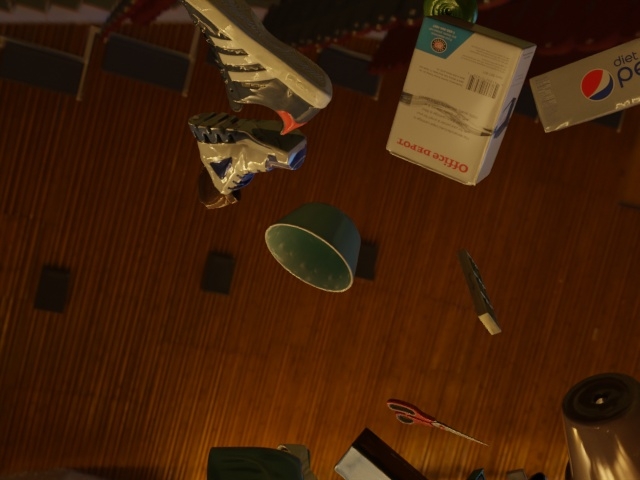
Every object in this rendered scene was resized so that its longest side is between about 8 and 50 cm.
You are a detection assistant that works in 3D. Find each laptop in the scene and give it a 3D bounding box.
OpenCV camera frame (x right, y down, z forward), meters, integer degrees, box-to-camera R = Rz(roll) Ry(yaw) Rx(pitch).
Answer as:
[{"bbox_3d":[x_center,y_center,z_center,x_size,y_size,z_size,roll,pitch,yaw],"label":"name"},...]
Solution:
[{"bbox_3d":[0.218,0.827,2.459,0.382,0.236,0.408,38,-175,12],"label":"laptop"}]

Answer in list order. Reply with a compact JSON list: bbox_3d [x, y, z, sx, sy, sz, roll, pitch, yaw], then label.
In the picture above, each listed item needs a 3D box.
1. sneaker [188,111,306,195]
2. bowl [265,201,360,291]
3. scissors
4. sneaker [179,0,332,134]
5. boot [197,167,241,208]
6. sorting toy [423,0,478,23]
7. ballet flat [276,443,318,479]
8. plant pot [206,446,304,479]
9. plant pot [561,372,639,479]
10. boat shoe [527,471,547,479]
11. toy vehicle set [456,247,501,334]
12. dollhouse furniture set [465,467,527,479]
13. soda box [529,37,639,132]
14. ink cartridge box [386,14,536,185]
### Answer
[{"bbox_3d":[-0.175,-0.198,1.848,0.316,0.182,0.127,17,-144,27],"label":"sneaker"},{"bbox_3d":[0.000,0.000,2.349,0.312,0.163,0.311,24,150,16],"label":"bowl"},{"bbox_3d":[0.320,0.505,2.102,0.297,0.021,0.109,10,138,35],"label":"scissors"},{"bbox_3d":[-0.150,-0.323,1.349,0.350,0.148,0.131,40,-150,-12],"label":"sneaker"},{"bbox_3d":[-0.312,-0.221,2.220,0.115,0.305,0.112,-22,141,16],"label":"boot"},{"bbox_3d":[0.271,-0.506,1.655,0.127,0.365,0.126,25,-133,14],"label":"sorting toy"},{"bbox_3d":[-0.087,0.787,2.484,0.139,0.139,0.400,14,-169,-12],"label":"ballet flat"},{"bbox_3d":[-0.155,0.676,1.976,0.235,0.292,0.293,-6,-176,-1],"label":"plant pot"},{"bbox_3d":[0.564,0.379,1.426,0.263,0.229,0.263,-26,-162,9],"label":"plant pot"},{"bbox_3d":[0.513,0.677,1.979,0.206,0.064,0.075,-30,-140,-19],"label":"boat shoe"},{"bbox_3d":[0.545,0.176,2.617,0.035,0.266,0.166,-24,143,16],"label":"toy vehicle set"},{"bbox_3d":[0.563,0.856,2.452,0.198,0.151,0.302,-21,177,30],"label":"dollhouse furniture set"},{"bbox_3d":[0.470,-0.250,1.135,0.286,0.091,0.098,-17,-179,28],"label":"soda box"},{"bbox_3d":[0.301,-0.308,1.649,0.223,0.307,0.129,26,-152,21],"label":"ink cartridge box"}]
